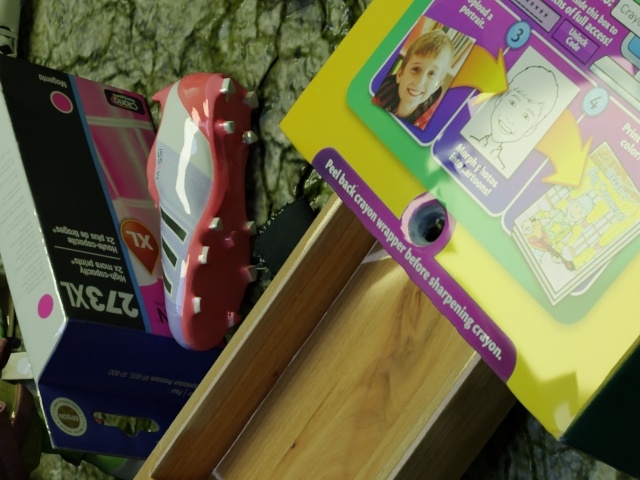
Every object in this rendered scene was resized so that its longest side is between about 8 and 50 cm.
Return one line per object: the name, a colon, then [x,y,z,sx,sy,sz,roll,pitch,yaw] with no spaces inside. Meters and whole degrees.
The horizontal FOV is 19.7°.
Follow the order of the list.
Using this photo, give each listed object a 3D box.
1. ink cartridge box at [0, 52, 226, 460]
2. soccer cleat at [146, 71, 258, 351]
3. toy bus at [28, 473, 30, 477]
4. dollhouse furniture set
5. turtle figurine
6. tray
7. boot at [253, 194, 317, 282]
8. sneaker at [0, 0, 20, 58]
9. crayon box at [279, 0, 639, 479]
ink cartridge box: [-0.188,0.013,1.568,0.069,0.176,0.371,-39,55,32]
soccer cleat: [-0.108,-0.024,1.560,0.095,0.083,0.248,-8,70,34]
toy bus: [-0.393,0.259,1.684,0.220,0.149,0.211,39,117,-4]
dollhouse furniture set: [-0.297,0.080,1.746,0.081,0.091,0.114,-7,72,29]
turtle figurine: [-0.287,0.168,1.558,0.275,0.266,0.197,-32,37,37]
tray: [0.046,0.081,1.347,0.411,0.076,0.203,-54,47,9]
boot: [0.001,0.000,1.478,0.121,0.045,0.099,-55,42,20]
sneaker: [-0.326,-0.156,1.826,0.086,0.085,0.237,8,87,33]
crayon box: [0.175,-0.087,1.174,0.313,0.106,0.363,-51,45,11]
